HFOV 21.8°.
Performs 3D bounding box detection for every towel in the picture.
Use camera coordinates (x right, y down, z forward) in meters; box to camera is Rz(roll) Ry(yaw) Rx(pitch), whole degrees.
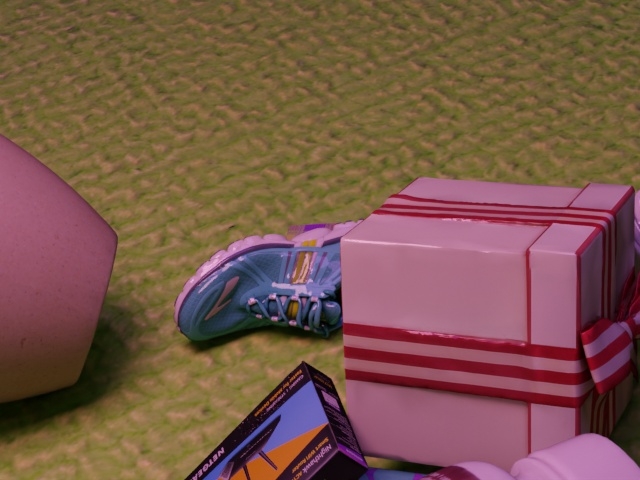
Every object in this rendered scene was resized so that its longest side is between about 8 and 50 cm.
[{"bbox_3d":[0.000,0.000,1.940,0.083,0.009,0.060,-1,36,12],"label":"towel"}]

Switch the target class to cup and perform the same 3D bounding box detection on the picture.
[{"bbox_3d":[-0.348,0.040,1.737,0.237,0.331,0.331,16,34,-10],"label":"cup"}]

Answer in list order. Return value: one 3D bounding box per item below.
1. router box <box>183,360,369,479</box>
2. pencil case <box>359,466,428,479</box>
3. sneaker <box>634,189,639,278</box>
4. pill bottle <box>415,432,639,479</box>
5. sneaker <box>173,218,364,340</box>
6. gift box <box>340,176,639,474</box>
[{"bbox_3d":[-0.045,0.217,1.527,0.179,0.046,0.133,-46,34,15],"label":"router box"},{"bbox_3d":[0.058,0.243,1.534,0.152,0.064,0.070,4,21,19],"label":"pencil case"},{"bbox_3d":[0.350,-0.003,1.732,0.108,0.169,0.292,-13,34,-4],"label":"sneaker"},{"bbox_3d":[0.078,0.308,1.301,0.392,0.224,0.224,-20,37,-15],"label":"pill bottle"},{"bbox_3d":[-0.024,0.053,1.797,0.275,0.107,0.110,-16,45,-10],"label":"sneaker"},{"bbox_3d":[0.183,0.092,1.573,0.258,0.276,0.255,4,23,23],"label":"gift box"}]
